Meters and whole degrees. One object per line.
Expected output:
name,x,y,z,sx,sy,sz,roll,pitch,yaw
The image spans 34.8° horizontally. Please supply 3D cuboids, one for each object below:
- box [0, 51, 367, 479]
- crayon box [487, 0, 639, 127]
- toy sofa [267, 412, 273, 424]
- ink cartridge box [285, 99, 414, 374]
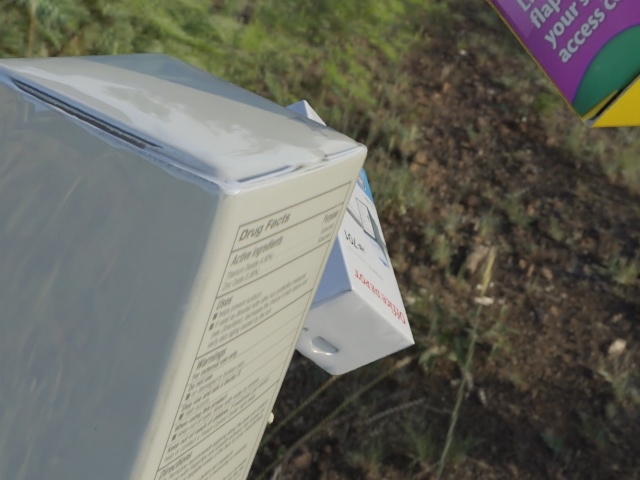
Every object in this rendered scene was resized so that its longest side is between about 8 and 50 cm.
box,-0.102,0.081,0.465,0.121,0.311,0.148,26,18,16
crayon box,0.300,-0.209,0.474,0.313,0.363,0.106,-9,58,-43
toy sofa,-0.209,0.380,1.396,0.150,0.177,0.362,29,60,-23
ink cartridge box,0.000,0.000,0.875,0.139,0.082,0.190,43,26,-55
